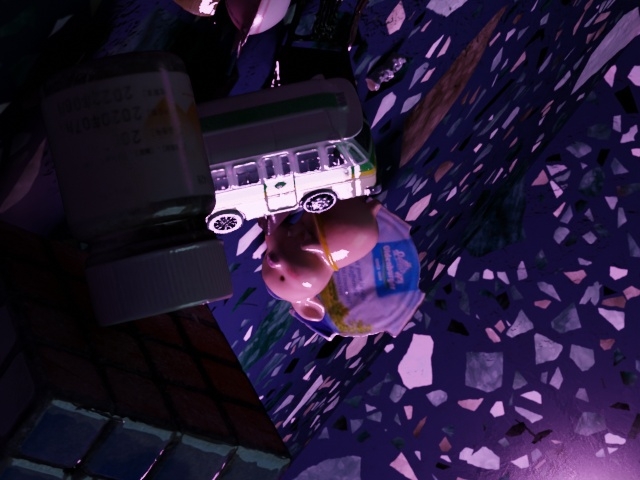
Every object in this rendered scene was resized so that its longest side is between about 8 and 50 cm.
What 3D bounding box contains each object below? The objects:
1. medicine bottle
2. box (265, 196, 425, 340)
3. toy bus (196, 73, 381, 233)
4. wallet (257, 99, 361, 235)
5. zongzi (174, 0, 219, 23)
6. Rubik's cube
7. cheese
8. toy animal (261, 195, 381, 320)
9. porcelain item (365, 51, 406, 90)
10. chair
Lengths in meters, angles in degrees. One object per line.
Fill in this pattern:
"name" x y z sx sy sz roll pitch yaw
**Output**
"medicine bottle" -0.195 -0.054 1.432 0.165 0.273 0.165 -14 179 0
"box" 0.057 0.061 2.552 0.291 0.262 0.206 -13 180 10
"toy bus" -0.065 -0.118 1.741 0.276 0.134 0.165 -13 148 -4
"wallet" -0.018 -0.127 2.196 0.229 0.049 0.182 -44 160 -24
"zongzi" -0.088 -0.357 1.444 0.204 0.094 0.205 -57 177 -34
"Rubik's cube" -0.299 0.229 1.530 0.344 0.344 0.337 25 109 -36
"cheese" -0.073 -0.298 1.568 0.286 0.074 0.189 123 -16 -60
"toy animal" -0.001 -0.002 2.308 0.248 0.165 0.149 -44 138 17
"porcelain item" 0.110 -0.282 2.212 0.083 0.028 0.036 -44 161 -21
"chair" 0.001 -0.243 1.815 0.106 0.113 0.229 3 142 -16
